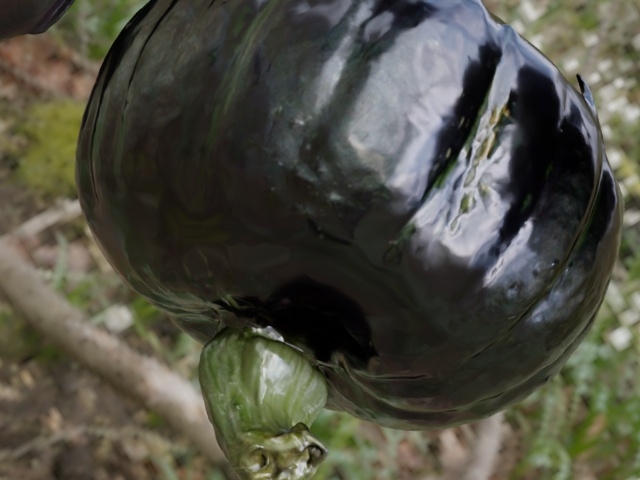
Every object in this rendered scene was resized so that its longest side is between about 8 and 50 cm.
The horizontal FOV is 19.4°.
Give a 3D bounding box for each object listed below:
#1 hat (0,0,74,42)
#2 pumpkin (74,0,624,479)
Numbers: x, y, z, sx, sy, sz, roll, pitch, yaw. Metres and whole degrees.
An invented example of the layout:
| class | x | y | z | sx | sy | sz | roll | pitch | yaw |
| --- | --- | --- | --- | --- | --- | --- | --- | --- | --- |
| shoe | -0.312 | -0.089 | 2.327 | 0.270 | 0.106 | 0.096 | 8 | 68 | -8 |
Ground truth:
| class | x | y | z | sx | sy | sz | roll | pitch | yaw |
| --- | --- | --- | --- | --- | --- | --- | --- | --- | --- |
| hat | -0.291 | -0.230 | 1.251 | 0.238 | 0.336 | 0.209 | 55 | 10 | 8 |
| pumpkin | 0.000 | 0.000 | 0.972 | 0.296 | 0.296 | 0.296 | 59 | -4 | 7 |
